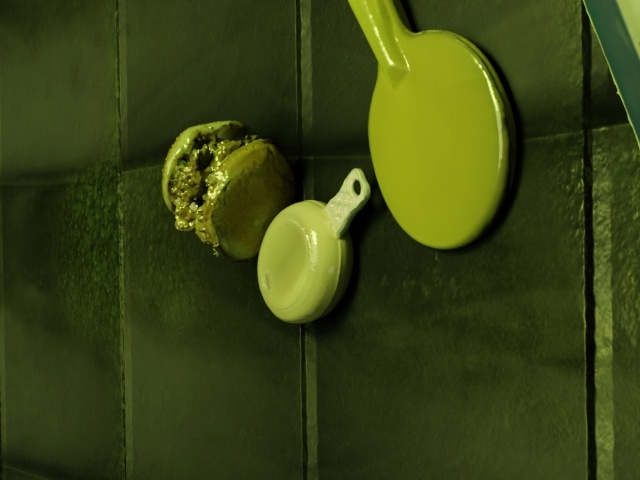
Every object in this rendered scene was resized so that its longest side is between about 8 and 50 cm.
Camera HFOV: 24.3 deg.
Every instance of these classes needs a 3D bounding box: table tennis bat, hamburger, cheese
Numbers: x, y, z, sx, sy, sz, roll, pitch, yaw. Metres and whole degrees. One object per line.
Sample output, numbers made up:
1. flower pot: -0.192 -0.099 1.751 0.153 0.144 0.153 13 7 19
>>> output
1. table tennis bat: 0.101 -0.162 1.595 0.224 0.054 0.369 -49 56 46
2. hamburger: -0.109 -0.063 1.828 0.131 0.159 0.185 29 154 41
3. cheese: 0.000 0.000 1.735 0.227 0.064 0.137 -53 51 41

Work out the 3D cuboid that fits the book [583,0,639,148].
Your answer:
1. book: 0.348 -0.148 1.084 0.300 0.039 0.428 -22 88 41
